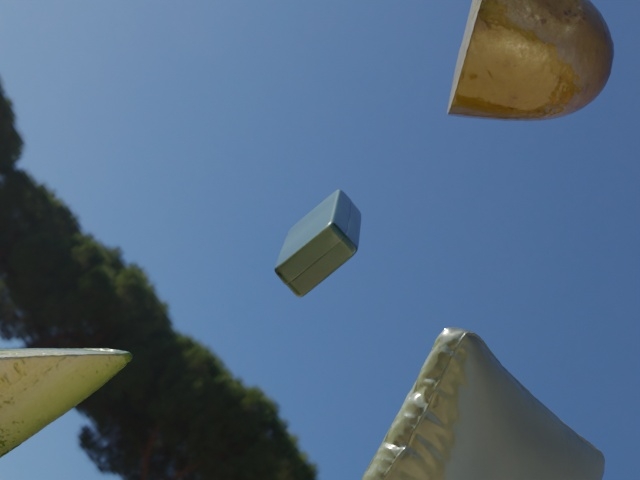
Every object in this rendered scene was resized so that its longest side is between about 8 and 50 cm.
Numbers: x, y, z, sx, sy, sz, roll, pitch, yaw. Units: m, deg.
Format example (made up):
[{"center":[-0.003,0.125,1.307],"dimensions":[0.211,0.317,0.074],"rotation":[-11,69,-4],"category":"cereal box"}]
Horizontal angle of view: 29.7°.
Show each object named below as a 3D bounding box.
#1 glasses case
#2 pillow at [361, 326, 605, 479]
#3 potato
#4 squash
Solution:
[{"center":[0.000,0.000,1.220],"dimensions":[0.039,0.078,0.184],"rotation":[49,11,-8],"category":"glasses case"},{"center":[0.189,0.280,1.381],"dimensions":[0.322,0.255,0.120],"rotation":[43,-22,-31],"category":"pillow"},{"center":[0.220,-0.199,1.226],"dimensions":[0.158,0.203,0.178],"rotation":[14,-68,-2],"category":"potato"},{"center":[-0.402,0.147,1.426],"dimensions":[0.203,0.289,0.111],"rotation":[56,-17,-10],"category":"squash"}]
